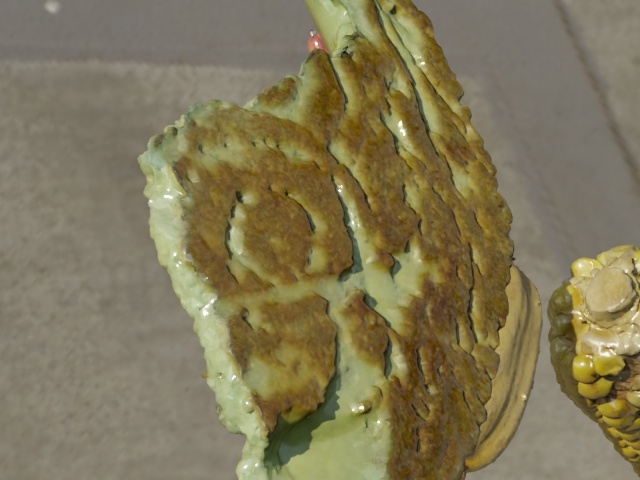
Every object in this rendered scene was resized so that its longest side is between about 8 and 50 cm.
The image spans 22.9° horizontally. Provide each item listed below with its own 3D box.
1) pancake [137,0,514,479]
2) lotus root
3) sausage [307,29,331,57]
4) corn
[{"bbox_3d":[-0.002,0.003,0.718,0.197,0.054,0.377,29,50,-26],"label":"pancake"},{"bbox_3d":[0.177,0.167,1.943,0.169,0.151,0.343,44,55,-43],"label":"lotus root"},{"bbox_3d":[0.034,-0.149,1.881,0.029,0.029,0.223,-24,91,-44],"label":"sausage"},{"bbox_3d":[0.212,0.096,0.956,0.320,0.097,0.097,47,30,-52],"label":"corn"}]
